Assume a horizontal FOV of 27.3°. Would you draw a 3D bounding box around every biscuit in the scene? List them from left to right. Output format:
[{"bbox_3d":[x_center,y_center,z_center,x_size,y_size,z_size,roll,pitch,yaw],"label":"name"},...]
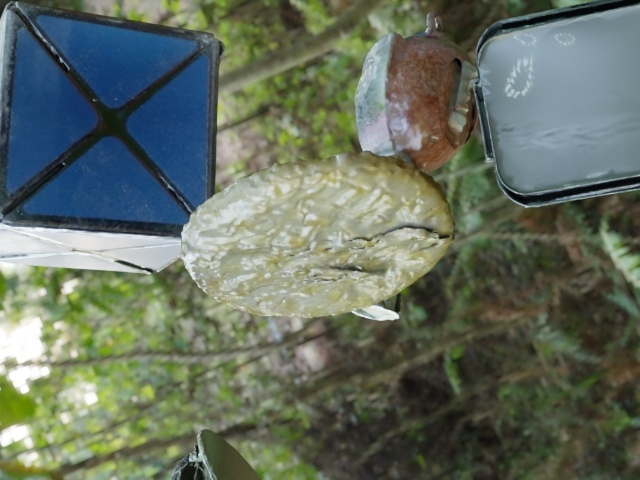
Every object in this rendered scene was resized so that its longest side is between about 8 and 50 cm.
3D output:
[{"bbox_3d":[0.000,0.001,1.013,0.220,0.220,0.033,71,-173,-57],"label":"biscuit"}]

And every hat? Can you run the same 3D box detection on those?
[{"bbox_3d":[-0.126,0.382,1.695,0.257,0.130,0.257,53,-179,-2],"label":"hat"}]

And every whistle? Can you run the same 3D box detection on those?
[{"bbox_3d":[0.091,-0.088,1.398,0.142,0.133,0.346,65,-144,-69],"label":"whistle"}]

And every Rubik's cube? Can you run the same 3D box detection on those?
[{"bbox_3d":[-0.269,-0.105,1.542,0.255,0.260,0.259,156,120,-67],"label":"Rubik's cube"}]

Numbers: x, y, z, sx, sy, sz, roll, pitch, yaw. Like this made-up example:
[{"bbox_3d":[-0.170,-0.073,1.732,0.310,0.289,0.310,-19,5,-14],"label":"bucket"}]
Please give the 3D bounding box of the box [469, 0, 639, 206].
[{"bbox_3d":[0.236,-0.115,1.035,0.135,0.243,0.163,-24,-75,-75],"label":"box"}]
